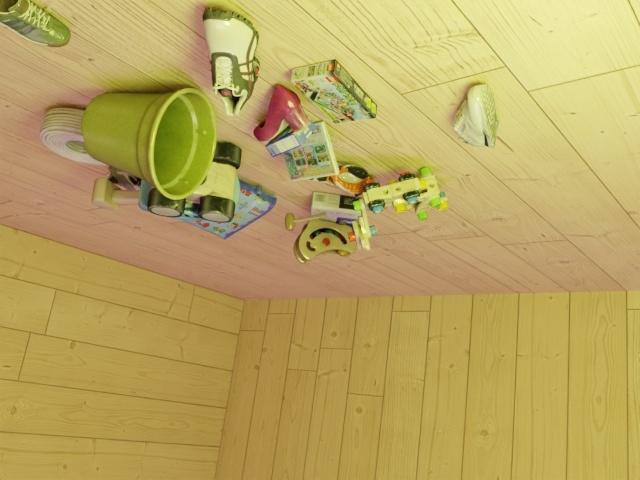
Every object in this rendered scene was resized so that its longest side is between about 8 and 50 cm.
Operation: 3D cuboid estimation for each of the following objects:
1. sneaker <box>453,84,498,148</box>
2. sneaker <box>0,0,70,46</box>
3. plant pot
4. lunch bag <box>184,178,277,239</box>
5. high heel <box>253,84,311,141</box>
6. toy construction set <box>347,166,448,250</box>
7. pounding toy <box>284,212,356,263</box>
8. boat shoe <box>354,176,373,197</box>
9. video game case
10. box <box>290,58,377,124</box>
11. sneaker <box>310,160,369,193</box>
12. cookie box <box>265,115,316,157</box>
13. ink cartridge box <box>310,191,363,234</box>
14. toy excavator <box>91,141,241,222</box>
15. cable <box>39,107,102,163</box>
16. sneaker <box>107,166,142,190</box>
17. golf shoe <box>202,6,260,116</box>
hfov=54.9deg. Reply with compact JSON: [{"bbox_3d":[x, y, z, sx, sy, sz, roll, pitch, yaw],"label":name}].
[{"bbox_3d":[0.345,-0.274,1.395,0.095,0.090,0.235,12,165,22],"label":"sneaker"},{"bbox_3d":[-0.599,-0.454,1.237,0.192,0.064,0.086,19,165,-26],"label":"sneaker"},{"bbox_3d":[-0.440,-0.264,1.544,0.254,0.276,0.276,15,167,19],"label":"plant pot"},{"bbox_3d":[-0.315,-0.131,2.153,0.293,0.138,0.221,-17,149,37],"label":"lunch bag"},{"bbox_3d":[-0.123,-0.316,1.531,0.117,0.082,0.244,54,159,-22],"label":"high heel"},{"bbox_3d":[0.216,-0.104,1.794,0.328,0.151,0.215,-28,164,-4],"label":"toy construction set"},{"bbox_3d":[0.000,0.000,2.151,0.270,0.154,0.155,12,164,-15],"label":"pounding toy"},{"bbox_3d":[0.132,-0.169,1.930,0.043,0.049,0.137,52,162,1],"label":"boat shoe"},{"bbox_3d":[-0.034,-0.235,1.640,0.157,0.143,0.019,-5,-159,37],"label":"video game case"},{"bbox_3d":[0.035,-0.334,1.408,0.114,0.036,0.207,-3,161,32],"label":"box"},{"bbox_3d":[0.005,-0.204,1.784,0.263,0.099,0.121,24,177,-23],"label":"sneaker"},{"bbox_3d":[-0.076,-0.265,1.575,0.107,0.091,0.040,-15,119,40],"label":"cookie box"},{"bbox_3d":[0.049,-0.077,2.245,0.176,0.069,0.371,7,162,-1],"label":"ink cartridge box"},{"bbox_3d":[-0.484,-0.150,1.912,0.433,0.222,0.445,8,165,-17],"label":"toy excavator"},{"bbox_3d":[-0.674,-0.294,1.786,0.257,0.089,0.257,10,164,-8],"label":"cable"},{"bbox_3d":[-0.664,-0.201,2.146,0.132,0.086,0.228,9,155,13],"label":"sneaker"},{"bbox_3d":[-0.181,-0.363,1.267,0.105,0.120,0.273,8,163,7],"label":"golf shoe"}]
